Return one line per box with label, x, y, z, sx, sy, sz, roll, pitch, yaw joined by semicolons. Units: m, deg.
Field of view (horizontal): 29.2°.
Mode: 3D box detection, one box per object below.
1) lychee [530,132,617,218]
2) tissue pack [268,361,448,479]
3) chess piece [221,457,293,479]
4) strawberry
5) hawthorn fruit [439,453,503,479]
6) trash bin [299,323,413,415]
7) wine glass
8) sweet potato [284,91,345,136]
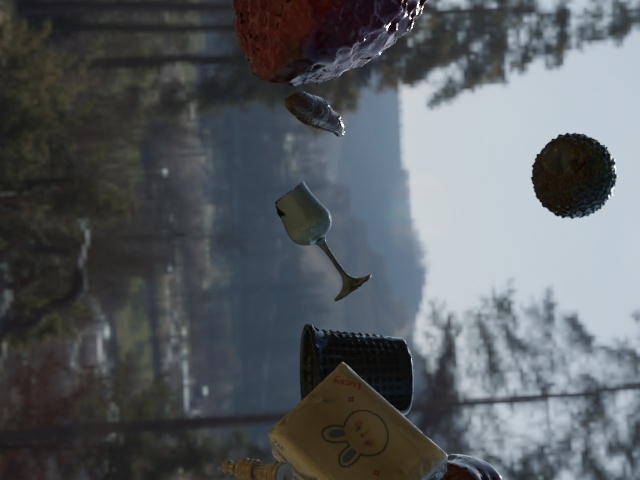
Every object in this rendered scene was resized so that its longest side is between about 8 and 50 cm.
lychee;0.458;-0.111;2.215;0.171;0.171;0.171;-3;90;-89
tissue pack;0.049;0.279;1.606;0.196;0.148;0.092;40;-21;21
chess piece;-0.077;0.269;1.429;0.035;0.092;0.035;-1;92;-53
strawberry;0.015;-0.336;1.654;0.292;0.291;0.310;85;-6;-69
hawthorn fruit;0.172;0.426;1.837;0.208;0.248;0.208;15;68;-43
trash bin;0.057;0.211;1.872;0.175;0.161;0.175;179;-90;-83
wine glass;0.000;0.000;2.027;0.195;0.079;0.079;55;2;-2
sweet potato;-0.009;-0.238;2.299;0.206;0.068;0.060;28;92;-49
